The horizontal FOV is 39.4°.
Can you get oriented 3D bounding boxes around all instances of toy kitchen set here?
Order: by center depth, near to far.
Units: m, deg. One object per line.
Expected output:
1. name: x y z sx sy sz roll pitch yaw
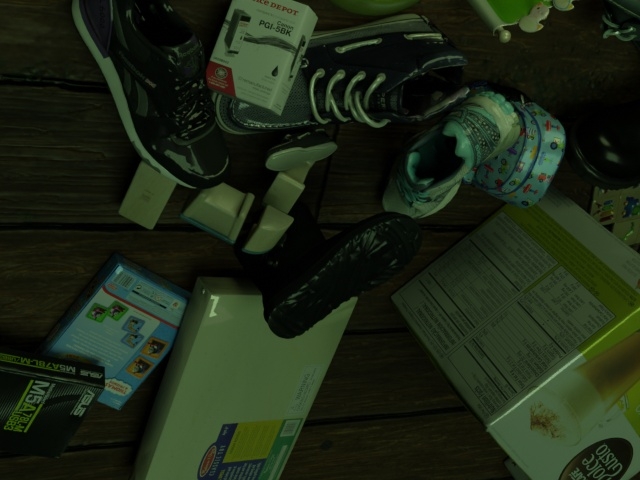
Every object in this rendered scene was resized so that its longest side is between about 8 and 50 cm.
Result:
1. toy kitchen set: -0.137 -0.078 1.213 0.207 0.166 0.122 28 140 -10

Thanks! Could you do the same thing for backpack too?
1. backpack: 0.266 -0.135 1.300 0.117 0.173 0.158 10 116 -29

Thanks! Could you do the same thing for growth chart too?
1. growth chart: 0.303 -0.360 1.182 0.237 0.172 0.021 -35 135 2

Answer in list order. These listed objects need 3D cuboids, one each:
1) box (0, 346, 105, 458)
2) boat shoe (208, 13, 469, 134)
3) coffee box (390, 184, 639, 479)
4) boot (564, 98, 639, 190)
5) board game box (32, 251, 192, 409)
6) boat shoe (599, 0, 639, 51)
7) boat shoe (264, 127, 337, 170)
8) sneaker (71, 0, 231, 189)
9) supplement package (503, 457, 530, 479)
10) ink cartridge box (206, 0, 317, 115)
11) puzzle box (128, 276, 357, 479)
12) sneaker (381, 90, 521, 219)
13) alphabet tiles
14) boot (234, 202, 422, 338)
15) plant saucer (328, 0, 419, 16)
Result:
1. box: -0.426 0.233 1.267 0.184 0.045 0.191 19 127 -28
2. boat shoe: 0.030 -0.201 1.160 0.340 0.158 0.127 -22 126 -11
3. coffee box: 0.378 0.174 1.441 0.334 0.338 0.337 -39 127 3
4. boot: 0.553 -0.210 1.333 0.348 0.131 0.260 -15 160 -25
5. board game box: -0.296 0.137 1.300 0.160 0.039 0.211 34 102 -36
6. boat shoe: 0.461 -0.314 1.281 0.319 0.116 0.099 3 135 -51
7. boat shoe: -0.031 -0.125 1.191 0.125 0.038 0.046 -19 160 -40
8. sneaker: -0.178 -0.183 1.040 0.107 0.124 0.283 -45 115 -33
9. supplement package: 0.540 0.531 1.840 0.177 0.175 0.293 -37 127 2
10. ink cartridge box: -0.075 -0.236 1.104 0.099 0.056 0.135 21 93 11
11. puzzle box: -0.128 0.243 1.408 0.272 0.052 0.409 4 118 -38
12. sneaker: 0.145 -0.104 1.238 0.122 0.110 0.283 -30 170 -36
13. alphabet tiles: 0.625 -0.127 1.571 0.342 0.011 0.285 -12 123 -17
14. boot: 0.000 0.000 1.241 0.246 0.207 0.094 -36 128 7
15. plant saucer: 0.089 -0.400 1.140 0.241 0.037 0.241 -12 125 -18
